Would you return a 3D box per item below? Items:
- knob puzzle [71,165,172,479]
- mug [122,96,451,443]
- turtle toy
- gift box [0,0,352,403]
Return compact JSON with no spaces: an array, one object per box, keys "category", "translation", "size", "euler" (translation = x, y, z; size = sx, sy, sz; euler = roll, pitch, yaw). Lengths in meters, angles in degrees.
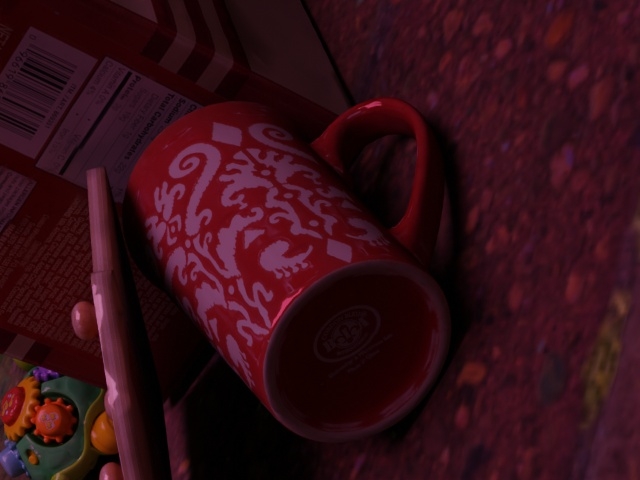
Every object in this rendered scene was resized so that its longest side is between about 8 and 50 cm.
[{"category":"knob puzzle","translation":[-0.098,0.090,0.719],"size":[0.213,0.030,0.213],"euler":[170,90,-86]},{"category":"mug","translation":[-0.009,-0.001,0.693],"size":[0.150,0.113,0.169],"euler":[-62,32,12]},{"category":"turtle toy","translation":[-0.167,0.101,0.924],"size":[0.095,0.066,0.130],"euler":[-46,35,33]},{"category":"gift box","translation":[-0.157,-0.103,0.856],"size":[0.255,0.276,0.258],"euler":[-49,31,19]}]
